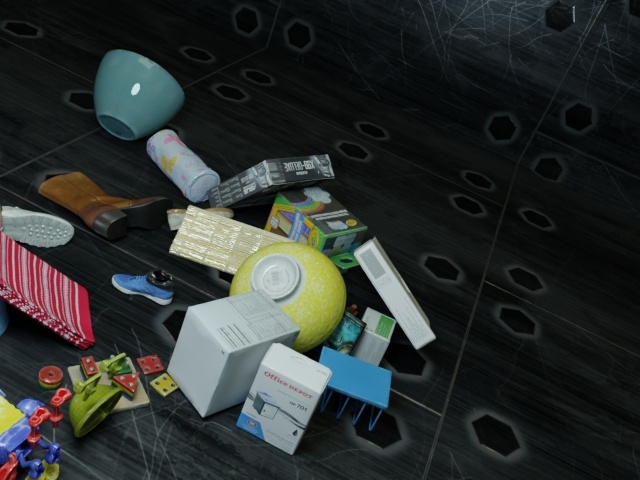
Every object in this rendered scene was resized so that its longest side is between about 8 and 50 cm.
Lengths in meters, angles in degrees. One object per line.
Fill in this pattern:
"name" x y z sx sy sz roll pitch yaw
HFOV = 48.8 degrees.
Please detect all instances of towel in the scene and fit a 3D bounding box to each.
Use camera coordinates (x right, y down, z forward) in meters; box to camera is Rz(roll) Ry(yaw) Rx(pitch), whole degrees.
"towel" -0.591 0.102 1.503 0.275 0.031 0.199 48 9 -43

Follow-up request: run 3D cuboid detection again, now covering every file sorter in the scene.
"file sorter" 0.060 0.342 1.610 0.170 0.104 0.118 21 31 -2

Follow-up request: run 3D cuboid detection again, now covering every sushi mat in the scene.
"sushi mat" -0.236 0.018 1.928 0.317 0.019 0.151 19 66 -4

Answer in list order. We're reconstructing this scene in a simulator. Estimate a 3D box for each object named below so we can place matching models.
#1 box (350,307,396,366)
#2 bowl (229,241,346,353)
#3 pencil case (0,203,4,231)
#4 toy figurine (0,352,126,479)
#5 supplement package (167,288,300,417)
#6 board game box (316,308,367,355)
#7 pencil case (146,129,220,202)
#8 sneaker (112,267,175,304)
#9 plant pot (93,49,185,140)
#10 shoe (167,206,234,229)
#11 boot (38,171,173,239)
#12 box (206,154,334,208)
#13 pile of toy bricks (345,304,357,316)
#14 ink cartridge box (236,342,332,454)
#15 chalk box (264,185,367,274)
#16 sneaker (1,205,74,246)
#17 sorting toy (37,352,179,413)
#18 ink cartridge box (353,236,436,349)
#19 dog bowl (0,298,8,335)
"box" 0.130 0.248 1.798 0.087 0.102 0.101 24 31 5
"bowl" -0.091 0.112 1.677 0.290 0.156 0.289 -4 63 8
"pencil case" -0.777 -0.017 1.470 0.167 0.160 0.386 1 12 -12
"toy figurine" -0.540 0.300 1.240 0.217 0.191 0.362 23 33 14
"supplement package" -0.189 0.237 1.523 0.203 0.194 0.149 -11 44 -46
"board game box" 0.011 0.209 1.761 0.186 0.126 0.026 33 22 18
"pencil case" -0.423 -0.232 2.180 0.273 0.113 0.124 43 27 30
"sneaker" -0.426 0.094 1.710 0.152 0.084 0.058 22 32 0
"plant pot" -0.609 -0.438 2.268 0.290 0.290 0.195 23 67 1
"shoe" -0.343 -0.060 2.028 0.219 0.077 0.058 -3 83 -42
"boot" -0.586 -0.112 1.956 0.280 0.096 0.264 29 39 26
"box" -0.150 -0.167 2.083 0.242 0.307 0.076 -12 85 -44
"pile of toy bricks" 0.013 0.148 1.874 0.212 0.105 0.118 31 33 15
"ink cartridge box" -0.077 0.328 1.465 0.140 0.190 0.082 26 32 7
"chalk box" 0.000 0.000 2.025 0.180 0.179 0.289 -12 46 -43
"sneaker" -0.731 -0.045 1.743 0.235 0.090 0.095 9 24 -23
"sorting toy" -0.425 0.288 1.454 0.275 0.046 0.132 -4 40 -36
"ink cartridge box" 0.197 0.133 1.903 0.296 0.066 0.261 57 5 0
"dog bowl" -0.797 0.124 1.451 0.297 0.074 0.166 13 32 -15
